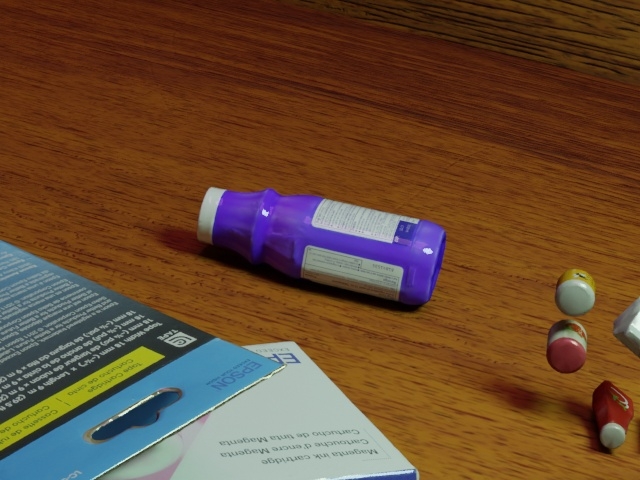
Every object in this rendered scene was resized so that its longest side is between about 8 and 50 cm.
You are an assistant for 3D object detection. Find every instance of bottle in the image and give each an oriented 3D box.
[{"bbox_3d":[0.000,0.000,1.735,0.282,0.092,0.118,12,18,7],"label":"bottle"}]

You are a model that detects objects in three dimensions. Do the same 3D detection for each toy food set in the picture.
[{"bbox_3d":[0.308,0.139,1.476,0.232,0.111,0.104,42,22,-5],"label":"toy food set"}]

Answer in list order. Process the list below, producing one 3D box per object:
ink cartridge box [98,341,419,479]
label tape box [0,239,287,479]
[{"bbox_3d":[-0.096,0.192,1.248,0.324,0.071,0.330,-3,23,-29],"label":"ink cartridge box"},{"bbox_3d":[-0.225,0.128,1.132,0.333,0.106,0.240,21,34,36],"label":"label tape box"}]
